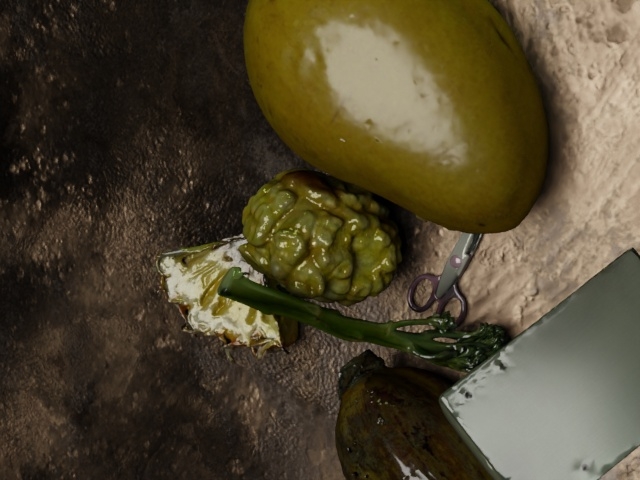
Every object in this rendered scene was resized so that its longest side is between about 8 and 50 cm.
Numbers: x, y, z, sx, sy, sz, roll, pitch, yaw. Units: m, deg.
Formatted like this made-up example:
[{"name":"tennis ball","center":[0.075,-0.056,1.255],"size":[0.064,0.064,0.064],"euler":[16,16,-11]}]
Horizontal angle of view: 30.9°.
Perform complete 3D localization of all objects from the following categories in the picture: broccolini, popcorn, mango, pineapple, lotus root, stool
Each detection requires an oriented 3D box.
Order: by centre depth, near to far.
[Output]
[{"name":"stool","center":[0.292,0.166,1.291],"size":[0.270,0.243,0.170],"euler":[-40,76,3]},{"name":"broccolini","center":[0.066,0.092,1.411],"size":[0.079,0.392,0.074],"euler":[-16,57,62]},{"name":"mango","center":[0.095,-0.186,1.419],"size":[0.301,0.220,0.445],"euler":[-42,74,11]},{"name":"lotus root","center":[0.157,0.309,1.451],"size":[0.179,0.196,0.397],"euler":[-46,70,21]},{"name":"popcorn","center":[-0.002,-0.002,1.497],"size":[0.189,0.218,0.169],"euler":[22,92,56]},{"name":"pineapple","center":[-0.116,0.061,1.634],"size":[0.236,0.114,0.186],"euler":[31,108,12]}]

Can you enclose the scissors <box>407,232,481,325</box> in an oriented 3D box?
[{"name":"scissors","center":[0.177,0.031,1.509],"size":[0.085,0.022,0.176],"euler":[34,112,22]}]
